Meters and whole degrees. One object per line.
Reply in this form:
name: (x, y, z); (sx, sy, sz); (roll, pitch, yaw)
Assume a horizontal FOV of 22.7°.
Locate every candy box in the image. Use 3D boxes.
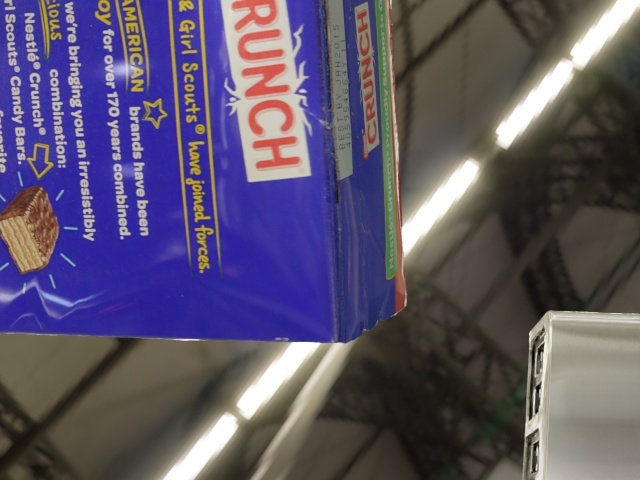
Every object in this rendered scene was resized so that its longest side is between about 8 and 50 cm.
candy box: (-0.124, -0.087, 0.825); (0.122, 0.317, 0.268); (-26, -65, -66)

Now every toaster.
toaster: (0.212, 0.144, 1.181); (0.186, 0.110, 0.168); (88, -174, -79)
